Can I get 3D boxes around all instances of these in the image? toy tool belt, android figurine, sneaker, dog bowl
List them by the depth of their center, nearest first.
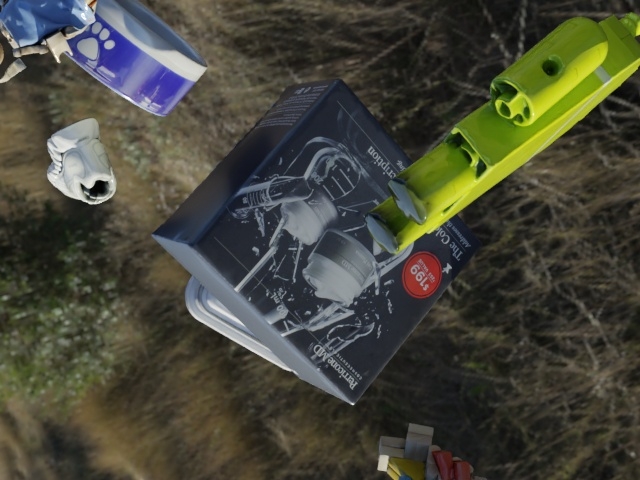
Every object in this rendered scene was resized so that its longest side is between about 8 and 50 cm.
[{"bbox_3d":[-0.162,-0.125,0.543,0.051,0.083,0.052,18,144,59],"label":"toy tool belt"},{"bbox_3d":[0.157,-0.094,0.775,0.056,0.273,0.248,51,164,7],"label":"android figurine"},{"bbox_3d":[-0.307,-0.311,1.455,0.265,0.104,0.265,39,-171,-7],"label":"dog bowl"},{"bbox_3d":[-0.415,-0.111,1.684,0.118,0.110,0.292,59,165,5],"label":"sneaker"}]

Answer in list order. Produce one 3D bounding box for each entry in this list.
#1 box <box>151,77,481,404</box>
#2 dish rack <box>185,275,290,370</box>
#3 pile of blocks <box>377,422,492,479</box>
[{"bbox_3d":[0.000,0.000,1.371,0.343,0.312,0.179,46,166,-23],"label":"box"},{"bbox_3d":[-0.055,0.047,1.731,0.286,0.332,0.072,32,170,-16],"label":"dish rack"},{"bbox_3d":[0.213,0.409,1.477,0.362,0.149,0.112,33,135,33],"label":"pile of blocks"}]
